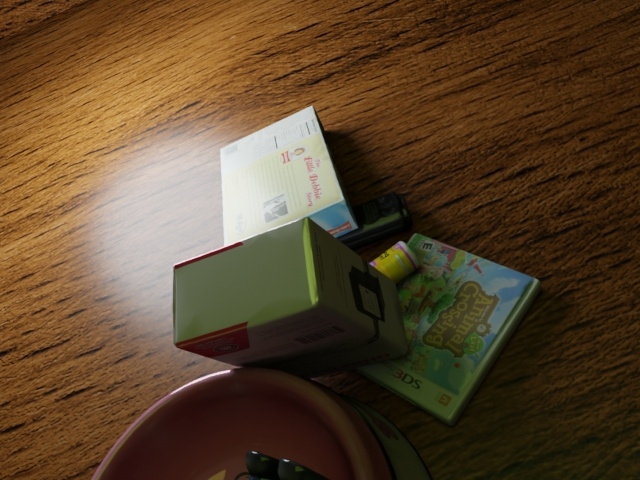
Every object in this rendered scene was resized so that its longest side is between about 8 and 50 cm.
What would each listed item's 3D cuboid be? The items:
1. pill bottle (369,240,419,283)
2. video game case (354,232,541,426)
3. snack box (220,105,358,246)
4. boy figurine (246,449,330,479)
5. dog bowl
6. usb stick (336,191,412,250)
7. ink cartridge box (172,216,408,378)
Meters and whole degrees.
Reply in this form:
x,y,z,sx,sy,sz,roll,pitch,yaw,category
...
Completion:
x,y,z,sx,sy,sz,roll,pitch,yaw,category
0.087,0.041,0.840,0.083,0.043,0.043,-36,46,-4,pill bottle
0.142,0.101,0.810,0.193,0.023,0.212,24,66,38,video game case
-0.063,-0.091,1.012,0.187,0.060,0.322,-24,36,7,snack box
-0.068,0.309,0.475,0.177,0.092,0.285,-16,42,52,boy figurine
-0.081,0.314,0.656,0.407,0.150,0.408,-14,48,16,dog bowl
0.000,0.000,0.951,0.277,0.045,0.077,-21,38,10,usb stick
-0.025,0.082,0.722,0.171,0.237,0.100,-19,62,22,ink cartridge box
